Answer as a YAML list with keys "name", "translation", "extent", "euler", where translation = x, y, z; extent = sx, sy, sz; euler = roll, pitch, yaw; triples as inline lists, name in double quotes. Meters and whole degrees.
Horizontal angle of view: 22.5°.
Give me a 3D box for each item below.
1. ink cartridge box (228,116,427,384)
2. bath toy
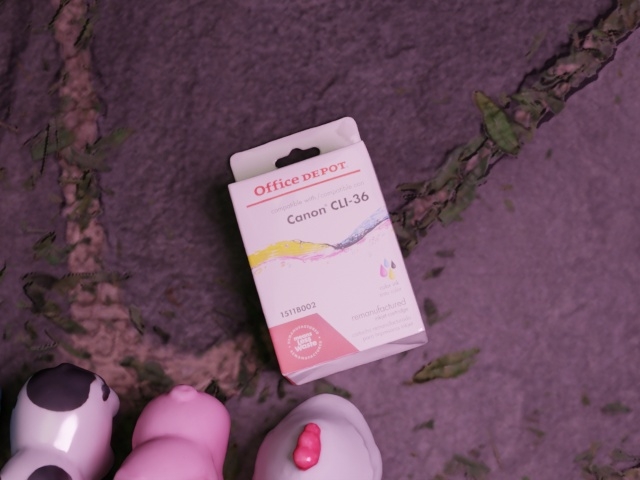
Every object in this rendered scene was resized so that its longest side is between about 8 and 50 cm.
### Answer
- name: "ink cartridge box"
  translation: [0.000, 0.000, 1.254]
  extent: [0.115, 0.067, 0.198]
  euler: [-18, 76, 3]
- name: "bath toy"
  translation: [-0.130, 0.168, 1.201]
  extent: [0.348, 0.129, 0.151]
  euler: [3, 77, 7]
